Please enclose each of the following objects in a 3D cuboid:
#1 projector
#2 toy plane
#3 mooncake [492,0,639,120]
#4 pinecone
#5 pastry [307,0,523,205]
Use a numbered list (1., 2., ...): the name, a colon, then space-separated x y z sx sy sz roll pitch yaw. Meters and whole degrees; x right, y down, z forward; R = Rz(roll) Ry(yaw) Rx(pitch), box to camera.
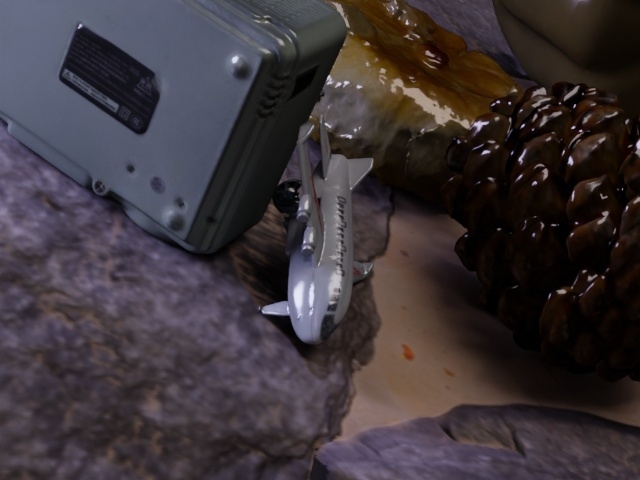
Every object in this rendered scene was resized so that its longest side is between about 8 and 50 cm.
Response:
1. projector: -0.134 -0.131 1.016 0.257 0.192 0.099 34 33 12
2. toy plane: 0.000 0.000 1.019 0.065 0.162 0.171 1 53 21
3. mooncake: 0.382 -0.290 1.565 0.378 0.378 0.201 3 39 -39
4. pinecone: 0.208 -0.009 1.098 0.224 0.224 0.272 1 27 -41
5. pastry: 0.078 -0.136 1.284 0.257 0.121 0.236 -2 40 -45
